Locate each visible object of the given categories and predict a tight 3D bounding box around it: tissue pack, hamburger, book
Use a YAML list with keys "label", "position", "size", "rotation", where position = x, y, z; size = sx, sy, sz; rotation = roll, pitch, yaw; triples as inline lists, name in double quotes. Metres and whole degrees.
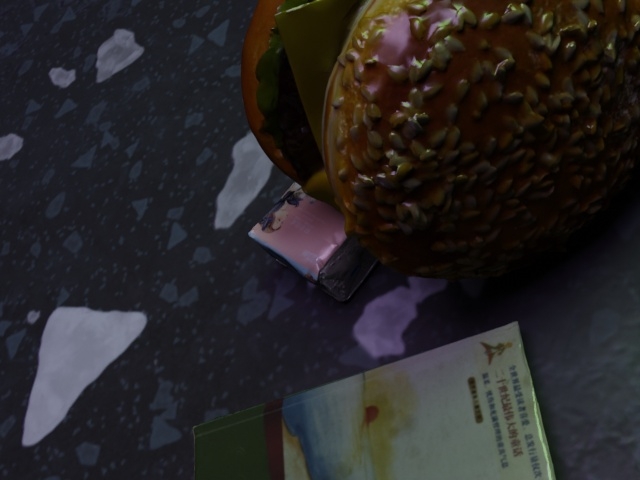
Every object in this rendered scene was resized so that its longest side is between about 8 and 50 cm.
- label: "tissue pack"
  position: [0.000, 0.000, 0.870]
  size: [0.094, 0.058, 0.074]
  rotation: [31, 77, 41]
- label: "hamburger"
  position: [0.099, -0.114, 0.743]
  size: [0.291, 0.291, 0.225]
  rotation: [-43, 42, 0]
- label: "book"
  position: [0.030, 0.187, 0.744]
  size: [0.290, 0.026, 0.201]
  rotation: [-22, 49, 19]
